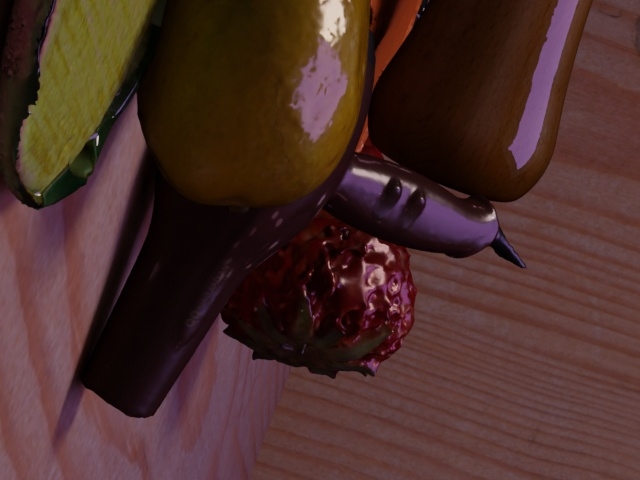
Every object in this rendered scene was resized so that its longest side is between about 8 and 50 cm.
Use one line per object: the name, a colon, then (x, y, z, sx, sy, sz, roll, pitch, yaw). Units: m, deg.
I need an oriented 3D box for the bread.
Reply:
bread: (-0.104, -0.123, 0.848, 0.228, 0.033, 0.228, 21, 90, -84)

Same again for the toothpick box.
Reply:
toothpick box: (0.151, -0.189, 1.394, 0.192, 0.192, 0.294, -54, 167, -75)

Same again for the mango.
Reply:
mango: (-0.032, -0.141, 1.030, 0.167, 0.130, 0.262, 110, -9, -59)

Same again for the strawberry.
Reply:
strawberry: (0.000, 0.000, 1.721, 0.205, 0.205, 0.244, 98, 2, -68)

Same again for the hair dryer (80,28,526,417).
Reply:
hair dryer: (0.015, 0.008, 1.297, 0.123, 0.340, 0.313, 31, -83, 51)

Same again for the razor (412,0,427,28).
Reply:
razor: (0.095, -0.325, 1.886, 0.189, 0.107, 0.327, 86, 23, -80)

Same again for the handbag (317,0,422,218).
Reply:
handbag: (0.037, -0.243, 1.497, 0.303, 0.116, 0.410, 97, 14, -67)
